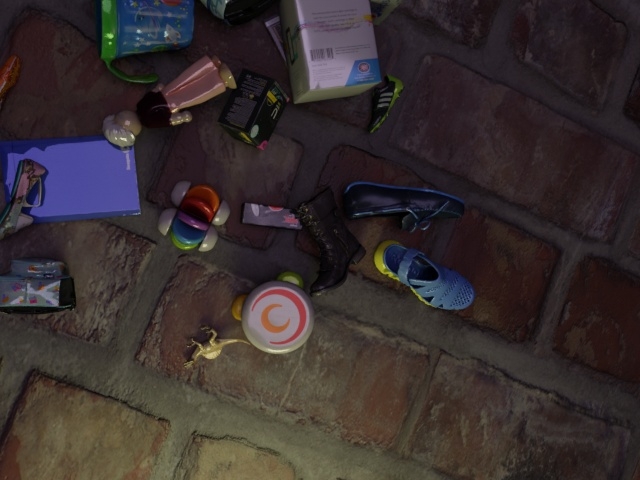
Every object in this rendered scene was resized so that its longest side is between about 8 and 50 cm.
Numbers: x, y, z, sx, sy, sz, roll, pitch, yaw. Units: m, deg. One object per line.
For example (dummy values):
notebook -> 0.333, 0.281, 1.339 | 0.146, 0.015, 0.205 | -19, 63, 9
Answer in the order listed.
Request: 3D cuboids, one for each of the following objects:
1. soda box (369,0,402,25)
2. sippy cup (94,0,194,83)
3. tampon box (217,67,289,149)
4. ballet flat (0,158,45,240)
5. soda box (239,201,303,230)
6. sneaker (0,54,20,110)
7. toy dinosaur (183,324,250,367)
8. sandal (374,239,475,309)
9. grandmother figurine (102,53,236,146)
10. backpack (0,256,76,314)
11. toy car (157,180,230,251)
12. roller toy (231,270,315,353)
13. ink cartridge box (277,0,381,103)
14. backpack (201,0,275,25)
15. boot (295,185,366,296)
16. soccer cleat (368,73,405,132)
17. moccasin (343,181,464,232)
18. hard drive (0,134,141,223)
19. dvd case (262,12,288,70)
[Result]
soda box -> 0.150, -0.652, 1.737 | 0.091, 0.286, 0.098 | -5, 92, -13
sippy cup -> -0.433, -0.561, 1.638 | 0.224, 0.305, 0.240 | -3, 66, -22
tampon box -> -0.174, -0.340, 1.737 | 0.101, 0.120, 0.161 | 24, 85, 19
ballet flat -> -0.727, -0.087, 1.614 | 0.079, 0.077, 0.222 | 23, 85, -32
soda box -> -0.130, -0.064, 1.804 | 0.168, 0.053, 0.060 | 7, 90, -14
sneaker -> -0.797, -0.385, 1.632 | 0.067, 0.064, 0.175 | 28, 82, -3
toy dinosaur -> -0.290, 0.274, 1.784 | 0.183, 0.053, 0.093 | -23, 112, -5
sandal -> 0.305, 0.106, 1.872 | 0.317, 0.138, 0.126 | 26, 83, -15
grandmother figurine -> -0.389, -0.347, 1.669 | 0.342, 0.208, 0.104 | -33, 124, -9
backpack -> -0.699, 0.112, 1.613 | 0.188, 0.166, 0.144 | -7, 91, -17
toy car -> -0.324, -0.062, 1.714 | 0.159, 0.136, 0.182 | 27, 85, -13
roller toy -> -0.115, 0.200, 1.767 | 0.209, 0.146, 0.191 | -28, 91, -3
ink cartridge box -> 0.019, -0.518, 1.736 | 0.198, 0.197, 0.270 | -10, 94, -14
backpack -> -0.165, -0.712, 1.685 | 0.273, 0.290, 0.356 | 33, 90, -4
boot -> 0.000, 0.000, 1.781 | 0.229, 0.091, 0.263 | 57, 45, -16
soccer cleat -> 0.169, -0.385, 1.871 | 0.072, 0.060, 0.179 | 31, 78, -3
moccasin -> 0.230, -0.080, 1.860 | 0.341, 0.138, 0.117 | 6, 76, -1
hard drive -> -0.629, -0.156, 1.687 | 0.318, 0.040, 0.210 | -6, 92, -13
dvd case -> -0.036, -0.540, 1.833 | 0.164, 0.018, 0.221 | -30, 98, -11
